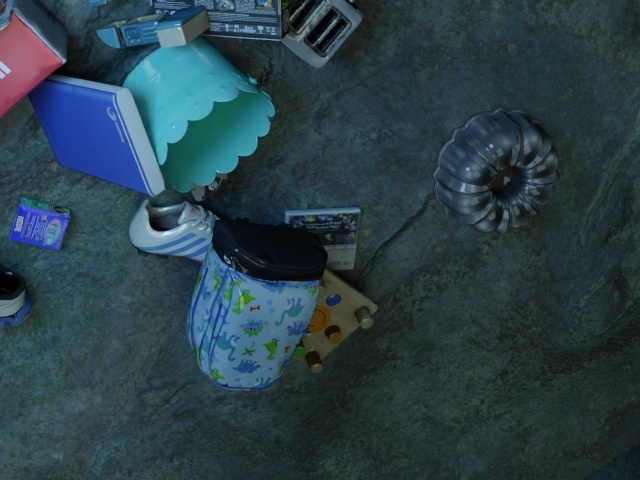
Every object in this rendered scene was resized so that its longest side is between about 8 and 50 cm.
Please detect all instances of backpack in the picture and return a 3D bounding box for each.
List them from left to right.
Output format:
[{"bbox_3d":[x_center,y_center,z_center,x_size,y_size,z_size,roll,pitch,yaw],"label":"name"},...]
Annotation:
[{"bbox_3d":[-0.159,0.159,1.728,0.290,0.273,0.355,10,129,-38],"label":"backpack"}]

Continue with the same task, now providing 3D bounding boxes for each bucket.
[{"bbox_3d":[-0.250,-0.252,1.538,0.281,0.183,0.281,-35,164,-12],"label":"bucket"}]

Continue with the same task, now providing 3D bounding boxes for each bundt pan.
[{"bbox_3d":[0.453,-0.158,1.934,0.331,0.124,0.331,-8,121,-14],"label":"bundt pan"}]

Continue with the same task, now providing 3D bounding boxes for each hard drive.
[{"bbox_3d":[-0.442,-0.210,1.495,0.040,0.318,0.210,-40,131,-34],"label":"hard drive"}]

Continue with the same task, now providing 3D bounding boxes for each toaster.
[{"bbox_3d":[-0.030,-0.465,1.593,0.168,0.110,0.186,35,104,-31],"label":"toaster"}]

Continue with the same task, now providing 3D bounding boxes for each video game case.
[{"bbox_3d":[0.000,0.000,1.934,0.190,0.022,0.173,-3,121,-16],"label":"video game case"}]

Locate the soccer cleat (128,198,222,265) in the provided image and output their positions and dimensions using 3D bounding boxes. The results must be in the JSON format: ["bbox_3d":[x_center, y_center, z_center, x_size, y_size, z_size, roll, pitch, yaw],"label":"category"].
[{"bbox_3d":[-0.264,-0.016,1.767,0.331,0.116,0.143,6,132,-20],"label":"soccer cleat"}]

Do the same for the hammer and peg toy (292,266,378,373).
[{"bbox_3d":[-0.051,0.162,1.928,0.266,0.127,0.361,-43,127,14],"label":"hammer and peg toy"}]

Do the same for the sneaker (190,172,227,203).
[{"bbox_3d":[-0.309,-0.130,1.714,0.228,0.086,0.132,-15,126,-11],"label":"sneaker"}]

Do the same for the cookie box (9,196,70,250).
[{"bbox_3d":[-0.611,-0.036,1.691,0.107,0.040,0.092,16,114,-26],"label":"cookie box"}]

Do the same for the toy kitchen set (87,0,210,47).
[{"bbox_3d":[-0.339,-0.445,1.435,0.207,0.122,0.166,-3,120,18],"label":"toy kitchen set"}]

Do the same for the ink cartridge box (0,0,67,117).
[{"bbox_3d":[-0.614,-0.289,1.398,0.309,0.272,0.130,-38,123,8],"label":"ink cartridge box"}]

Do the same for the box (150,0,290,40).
[{"bbox_3d":[-0.195,-0.500,1.471,0.270,0.060,0.216,7,121,12],"label":"box"}]

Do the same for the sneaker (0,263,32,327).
[{"bbox_3d":[-0.766,0.097,1.631,0.315,0.127,0.182,0,149,-26],"label":"sneaker"}]
